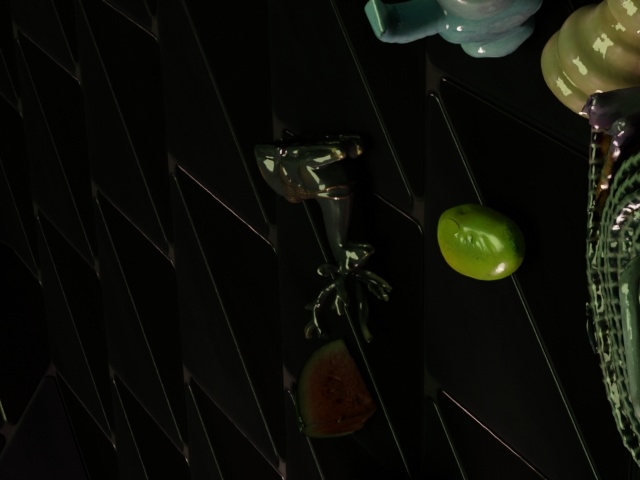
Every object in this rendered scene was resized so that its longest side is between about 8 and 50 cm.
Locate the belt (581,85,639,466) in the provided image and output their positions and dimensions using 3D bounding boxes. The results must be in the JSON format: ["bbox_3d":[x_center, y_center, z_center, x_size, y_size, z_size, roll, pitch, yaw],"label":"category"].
[{"bbox_3d":[0.284,0.043,1.108,0.207,0.161,0.295,25,126,59],"label":"belt"}]

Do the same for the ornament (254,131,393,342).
[{"bbox_3d":[0.000,0.000,1.788,0.202,0.080,0.236,5,108,60],"label":"ornament"}]

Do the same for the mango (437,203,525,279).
[{"bbox_3d":[0.153,0.001,1.490,0.108,0.056,0.073,6,114,61],"label":"mango"}]

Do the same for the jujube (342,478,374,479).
[{"bbox_3d":[0.041,0.373,1.776,0.318,0.223,0.223,-169,66,-71],"label":"jujube"}]

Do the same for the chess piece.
[{"bbox_3d":[0.242,-0.173,1.179,0.094,0.094,0.170,63,146,25],"label":"chess piece"}]

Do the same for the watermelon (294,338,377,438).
[{"bbox_3d":[0.019,0.195,1.852,0.094,0.135,0.125,10,114,24],"label":"watermelon"}]

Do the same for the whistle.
[{"bbox_3d":[0.129,-0.214,1.294,0.274,0.186,0.093,26,-138,-78],"label":"whistle"}]
